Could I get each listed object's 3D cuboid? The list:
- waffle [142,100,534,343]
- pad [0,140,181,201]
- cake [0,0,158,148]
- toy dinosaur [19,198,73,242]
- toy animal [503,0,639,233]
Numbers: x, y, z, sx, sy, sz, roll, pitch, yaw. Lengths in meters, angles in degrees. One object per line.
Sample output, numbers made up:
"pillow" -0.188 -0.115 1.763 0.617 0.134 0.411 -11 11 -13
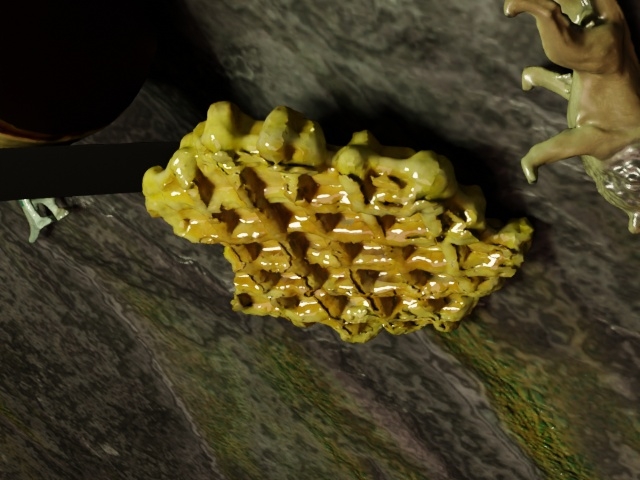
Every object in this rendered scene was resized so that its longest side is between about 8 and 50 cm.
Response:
"waffle" 0.001 -0.002 0.797 0.291 0.051 0.291 13 152 7
"pad" -0.167 -0.051 0.805 0.160 0.265 0.009 -18 81 52
"cake" -0.230 -0.152 0.755 0.178 0.185 0.207 1 145 39
"toy dinosaur" -0.282 -0.059 1.067 0.106 0.044 0.187 57 158 -6
"toy animal" 0.134 -0.088 0.607 0.086 0.069 0.219 -22 123 30
